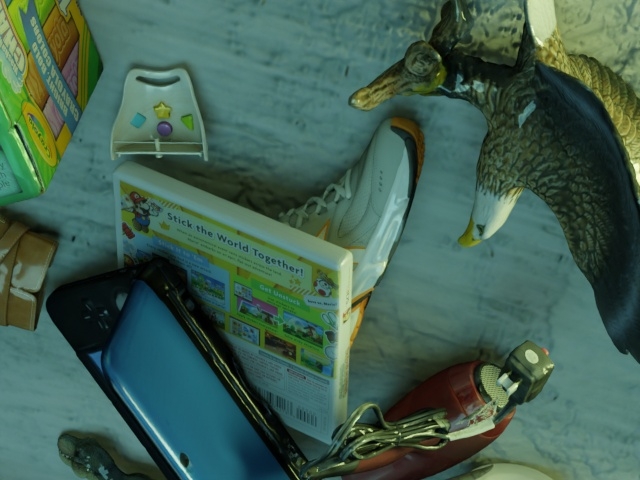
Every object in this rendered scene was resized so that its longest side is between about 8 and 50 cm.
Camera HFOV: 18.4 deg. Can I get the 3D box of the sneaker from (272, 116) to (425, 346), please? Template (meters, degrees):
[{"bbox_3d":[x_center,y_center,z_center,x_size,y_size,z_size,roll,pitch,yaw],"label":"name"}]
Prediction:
[{"bbox_3d":[0.000,0.000,1.661,0.121,0.099,0.262,23,120,-1],"label":"sneaker"}]

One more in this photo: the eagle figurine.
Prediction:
[{"bbox_3d":[0.187,-0.059,1.530,0.298,0.226,0.225,35,152,9],"label":"eagle figurine"}]

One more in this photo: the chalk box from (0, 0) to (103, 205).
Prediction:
[{"bbox_3d":[-0.303,-0.122,1.512,0.180,0.289,0.179,-12,119,15],"label":"chalk box"}]

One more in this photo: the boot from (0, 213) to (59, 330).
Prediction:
[{"bbox_3d":[-0.324,0.053,1.750,0.152,0.073,0.197,20,122,-5],"label":"boot"}]

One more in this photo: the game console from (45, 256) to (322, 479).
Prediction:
[{"bbox_3d":[-0.127,0.181,1.668,0.250,0.173,0.293,-15,114,47],"label":"game console"}]

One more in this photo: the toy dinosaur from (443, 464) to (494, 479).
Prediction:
[{"bbox_3d":[0.063,0.266,1.776,0.211,0.112,0.064,-54,147,-4],"label":"toy dinosaur"}]

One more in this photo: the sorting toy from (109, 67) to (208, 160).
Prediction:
[{"bbox_3d":[-0.133,-0.108,1.646,0.083,0.045,0.075,1,114,8],"label":"sorting toy"}]

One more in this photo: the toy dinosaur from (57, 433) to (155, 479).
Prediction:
[{"bbox_3d":[-0.145,0.281,1.873,0.268,0.064,0.118,26,114,-12],"label":"toy dinosaur"}]

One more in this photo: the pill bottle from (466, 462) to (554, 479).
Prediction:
[{"bbox_3d":[0.162,0.310,1.816,0.108,0.108,0.193,10,122,2],"label":"pill bottle"}]

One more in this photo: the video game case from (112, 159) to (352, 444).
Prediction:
[{"bbox_3d":[-0.076,0.054,1.676,0.227,0.026,0.206,23,134,24],"label":"video game case"}]

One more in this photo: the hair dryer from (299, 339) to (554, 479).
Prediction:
[{"bbox_3d":[0.067,0.158,1.697,0.223,0.080,0.293,-17,161,-13],"label":"hair dryer"}]
